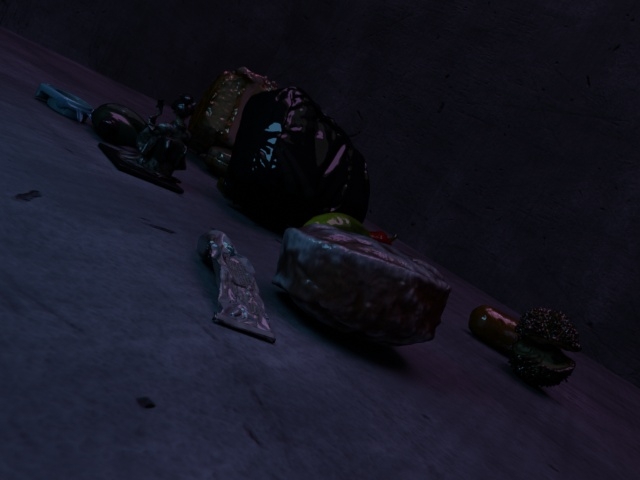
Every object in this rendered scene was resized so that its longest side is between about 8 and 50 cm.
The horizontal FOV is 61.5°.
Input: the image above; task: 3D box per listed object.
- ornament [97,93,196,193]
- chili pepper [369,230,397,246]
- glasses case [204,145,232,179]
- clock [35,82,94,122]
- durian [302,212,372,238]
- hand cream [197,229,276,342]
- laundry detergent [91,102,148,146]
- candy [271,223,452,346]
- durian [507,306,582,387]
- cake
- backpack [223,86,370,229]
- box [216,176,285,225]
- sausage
[{"bbox_3d":[-0.332,-0.229,1.143,0.166,0.196,0.153,24,11,-44],"label":"ornament"},{"bbox_3d":[0.094,-0.025,1.627,0.368,0.092,0.137,20,54,-25],"label":"chili pepper"},{"bbox_3d":[-0.165,-0.169,1.689,0.425,0.098,0.156,28,1,-8],"label":"glasses case"},{"bbox_3d":[-0.600,-0.322,1.294,0.147,0.045,0.108,34,10,20],"label":"clock"},{"bbox_3d":[0.045,0.007,1.239,0.101,0.139,0.250,-17,-37,37],"label":"durian"},{"bbox_3d":[-0.126,0.046,0.732,0.084,0.050,0.257,29,11,-31],"label":"hand cream"},{"bbox_3d":[-0.481,-0.274,1.302,0.144,0.078,0.221,38,6,-18],"label":"laundry detergent"},{"bbox_3d":[0.064,0.073,0.846,0.289,0.157,0.214,19,-3,-22],"label":"candy"},{"bbox_3d":[0.520,0.245,1.275,0.167,0.196,0.196,28,8,-2],"label":"durian"},{"bbox_3d":[-0.257,-0.398,1.808,0.307,0.293,0.314,26,-9,-24],"label":"cake"},{"bbox_3d":[-0.037,-0.174,1.404,0.255,0.363,0.446,-6,-29,45],"label":"backpack"},{"bbox_3d":[-0.188,-0.109,1.491,0.193,0.030,0.121,25,9,-27],"label":"box"},{"bbox_3d":[0.531,0.272,1.473,0.270,0.109,0.109,30,8,-2],"label":"sausage"}]
